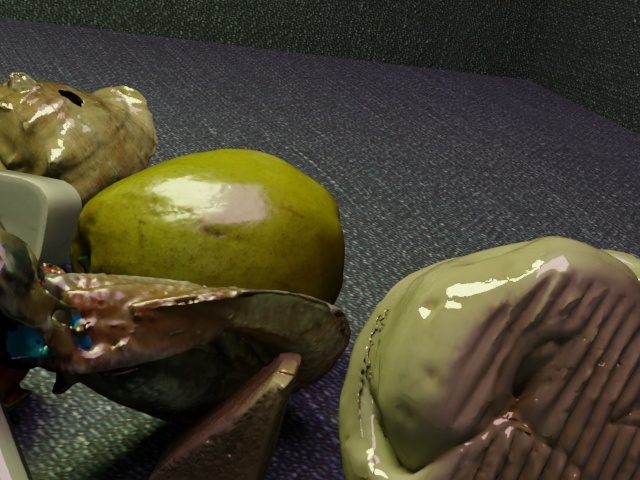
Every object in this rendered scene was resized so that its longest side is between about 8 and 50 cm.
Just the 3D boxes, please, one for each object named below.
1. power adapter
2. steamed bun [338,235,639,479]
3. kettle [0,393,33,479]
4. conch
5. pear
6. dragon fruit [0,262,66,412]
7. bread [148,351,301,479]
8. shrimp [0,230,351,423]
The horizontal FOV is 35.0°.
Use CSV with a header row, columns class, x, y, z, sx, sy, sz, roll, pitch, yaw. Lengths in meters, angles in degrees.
class,x,y,z,sx,sy,sz,roll,pitch,yaw
power adapter,-0.406,-0.025,1.213,0.187,0.124,0.255,10,3,-2
steamed bun,0.183,0.160,0.873,0.352,0.339,0.247,12,7,-14
kettle,-0.348,0.107,0.657,0.377,0.250,0.361,56,11,17
conch,-0.378,-0.131,1.439,0.324,0.186,0.263,-40,73,-17
pear,-0.124,0.020,1.165,0.307,0.253,0.253,1,23,-22
dragon fruit,-0.390,0.081,0.988,0.269,0.198,0.200,-4,14,22
bread,-0.089,0.167,0.951,0.105,0.152,0.077,18,20,2
shrimp,-0.134,0.091,0.936,0.445,0.221,0.110,21,45,-51
